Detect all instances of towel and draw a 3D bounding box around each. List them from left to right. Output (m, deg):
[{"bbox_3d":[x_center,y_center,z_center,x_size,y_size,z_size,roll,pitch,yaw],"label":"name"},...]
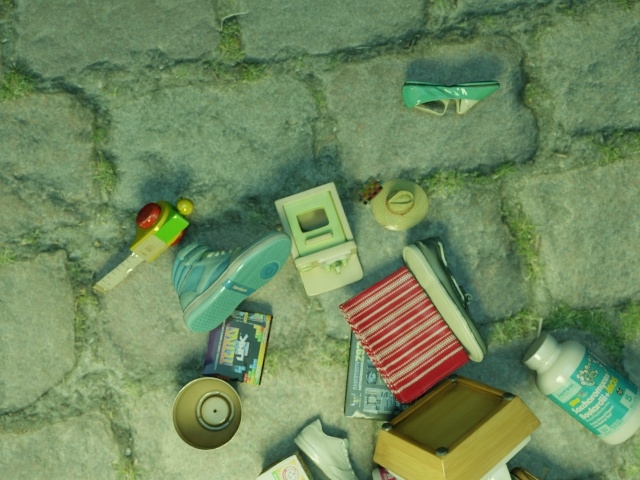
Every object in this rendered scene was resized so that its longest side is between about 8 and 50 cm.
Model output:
[{"bbox_3d":[0.194,0.215,1.529,0.199,0.031,0.274,-30,73,-12],"label":"towel"}]

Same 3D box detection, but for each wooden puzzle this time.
[{"bbox_3d":[0.125,-0.127,1.659,0.083,0.006,0.049,-45,56,-6],"label":"wooden puzzle"}]

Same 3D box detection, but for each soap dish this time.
[{"bbox_3d":[0.284,0.411,1.404,0.291,0.229,0.118,-28,111,-30],"label":"soap dish"}]

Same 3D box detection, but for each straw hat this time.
[{"bbox_3d":[0.199,-0.097,1.634,0.145,0.061,0.144,0,80,2],"label":"straw hat"}]

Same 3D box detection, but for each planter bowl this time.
[{"bbox_3d":[-0.254,0.400,1.533,0.162,0.109,0.162,0,79,2],"label":"planter bowl"}]

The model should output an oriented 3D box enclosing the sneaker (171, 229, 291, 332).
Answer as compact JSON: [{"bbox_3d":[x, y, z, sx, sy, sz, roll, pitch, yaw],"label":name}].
[{"bbox_3d":[-0.230,0.043,1.552,0.319,0.127,0.208,-41,55,6],"label":"sneaker"}]

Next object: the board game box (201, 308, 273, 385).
[{"bbox_3d":[-0.199,0.253,1.589,0.141,0.048,0.170,9,80,2],"label":"board game box"}]

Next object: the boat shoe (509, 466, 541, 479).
[{"bbox_3d":[0.556,0.595,1.477,0.307,0.111,0.104,39,79,-2],"label":"boat shoe"}]

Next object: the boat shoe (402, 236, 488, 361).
[{"bbox_3d":[0.317,0.132,1.561,0.099,0.116,0.319,-26,77,-19],"label":"boat shoe"}]

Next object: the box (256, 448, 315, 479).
[{"bbox_3d":[-0.049,0.592,1.488,0.103,0.114,0.203,-30,79,-4],"label":"box"}]

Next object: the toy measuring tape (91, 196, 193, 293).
[{"bbox_3d":[-0.440,-0.002,1.631,0.330,0.121,0.121,-39,80,13],"label":"toy measuring tape"}]

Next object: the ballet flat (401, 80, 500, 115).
[{"bbox_3d":[0.330,-0.364,1.679,0.248,0.083,0.087,0,104,2],"label":"ballet flat"}]

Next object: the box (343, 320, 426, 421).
[{"bbox_3d":[0.156,0.309,1.559,0.184,0.059,0.232,5,79,0],"label":"box"}]

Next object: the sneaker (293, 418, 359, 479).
[{"bbox_3d":[0.042,0.506,1.524,0.212,0.080,0.094,43,72,10],"label":"sneaker"}]

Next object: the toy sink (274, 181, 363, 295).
[{"bbox_3d":[0.000,0.000,1.587,0.153,0.131,0.234,-18,80,-1],"label":"toy sink"}]

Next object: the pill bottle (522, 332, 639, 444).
[{"bbox_3d":[0.596,0.327,1.497,0.264,0.146,0.146,38,83,8],"label":"pill bottle"}]

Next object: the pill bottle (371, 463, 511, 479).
[{"bbox_3d":[0.269,0.548,1.460,0.283,0.160,0.160,-17,79,-2],"label":"pill bottle"}]
